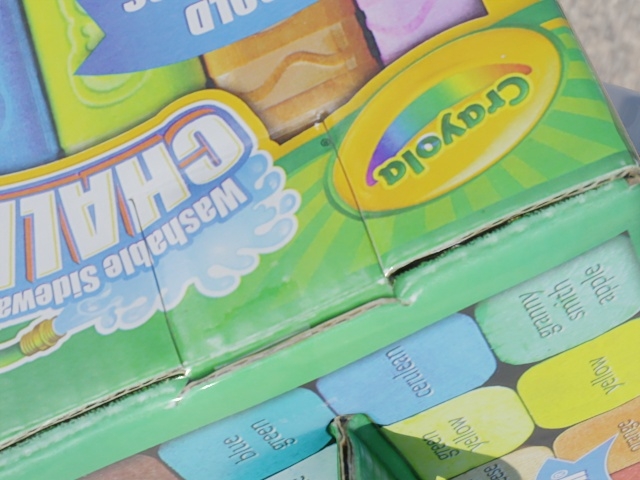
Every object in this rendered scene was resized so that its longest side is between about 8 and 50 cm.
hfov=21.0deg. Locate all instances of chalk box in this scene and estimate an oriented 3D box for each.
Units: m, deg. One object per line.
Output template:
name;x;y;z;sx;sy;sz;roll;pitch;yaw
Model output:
chalk box;0.000;0.000;0.490;0.179;0.180;0.289;-25;58;6

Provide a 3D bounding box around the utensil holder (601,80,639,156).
utensil holder;0.203;0.144;0.887;0.327;0.327;0.385;21;96;8
